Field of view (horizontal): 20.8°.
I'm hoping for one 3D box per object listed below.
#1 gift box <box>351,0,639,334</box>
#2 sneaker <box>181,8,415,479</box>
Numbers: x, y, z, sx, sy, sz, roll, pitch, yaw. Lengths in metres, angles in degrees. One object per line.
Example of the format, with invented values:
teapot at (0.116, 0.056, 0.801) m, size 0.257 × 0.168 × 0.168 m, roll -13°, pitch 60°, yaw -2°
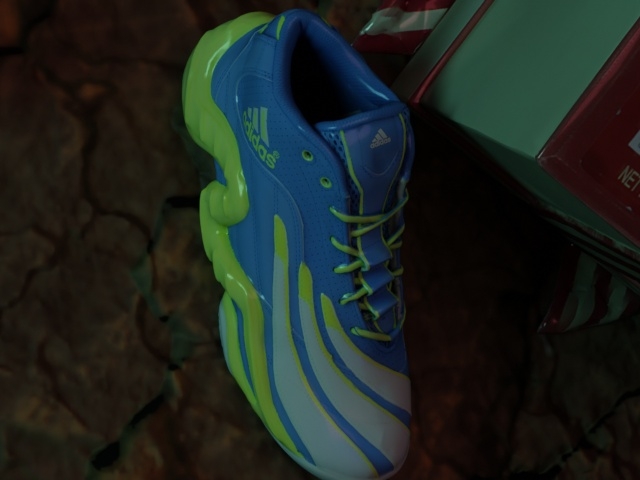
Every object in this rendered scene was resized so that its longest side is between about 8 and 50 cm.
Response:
gift box at (0.183, -0.073, 0.847) m, size 0.255 × 0.258 × 0.276 m, roll 42°, pitch 92°, yaw -17°
sneaker at (0.000, 0.000, 0.828) m, size 0.091 × 0.126 × 0.240 m, roll -19°, pitch 86°, yaw -26°
